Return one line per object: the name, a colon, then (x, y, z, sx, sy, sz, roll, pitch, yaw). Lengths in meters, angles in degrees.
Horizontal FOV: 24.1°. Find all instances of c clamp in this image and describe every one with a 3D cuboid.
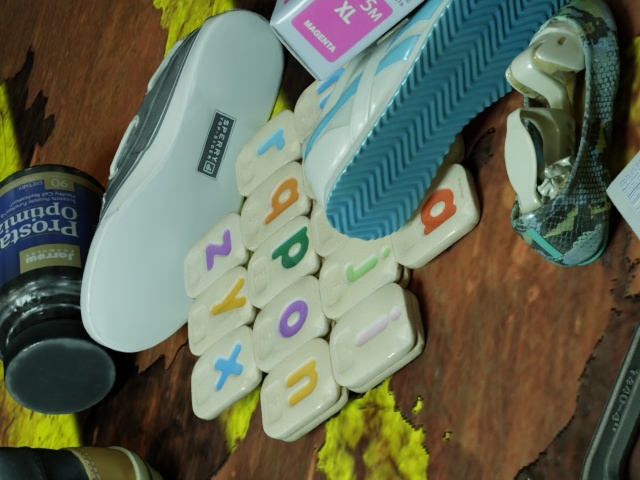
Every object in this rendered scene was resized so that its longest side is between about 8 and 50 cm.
c clamp: (0.182, 0.100, 0.733, 0.137, 0.022, 0.161, 7, 77, 64)

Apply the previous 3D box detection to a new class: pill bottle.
pill bottle: (-0.235, 0.043, 1.325, 0.123, 0.123, 0.219, -50, 34, 27)

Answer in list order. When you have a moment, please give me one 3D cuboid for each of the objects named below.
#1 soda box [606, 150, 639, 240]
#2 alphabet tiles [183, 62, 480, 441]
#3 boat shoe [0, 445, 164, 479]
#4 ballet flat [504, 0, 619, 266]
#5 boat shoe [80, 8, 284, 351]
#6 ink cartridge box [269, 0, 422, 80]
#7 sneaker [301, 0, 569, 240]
soda box: (0.261, -0.088, 0.653, 0.286, 0.098, 0.091, -54, 34, 22)
alphabet tiles: (0.000, 0.000, 1.068, 0.278, 0.021, 0.284, -39, 40, 29)
boat shoe: (-0.246, 0.383, 1.083, 0.187, 0.156, 0.500, -8, 65, 54)
ballet flat: (0.138, -0.077, 0.874, 0.070, 0.070, 0.188, -32, 44, 44)
boat shoe: (-0.127, -0.051, 1.235, 0.102, 0.108, 0.301, -2, 66, 57)
ink cartridge box: (0.105, -0.247, 0.952, 0.311, 0.065, 0.186, -35, 22, 24)
sneaker: (0.067, -0.113, 0.968, 0.229, 0.087, 0.092, -50, 35, 12)
